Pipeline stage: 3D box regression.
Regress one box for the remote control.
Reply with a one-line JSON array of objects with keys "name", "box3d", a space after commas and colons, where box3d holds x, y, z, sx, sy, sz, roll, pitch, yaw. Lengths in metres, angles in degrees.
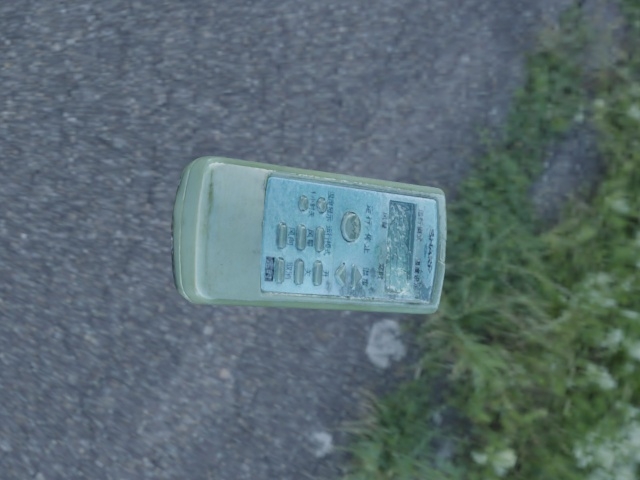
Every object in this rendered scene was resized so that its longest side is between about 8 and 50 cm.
[{"name": "remote control", "box3d": [0.000, 0.000, 0.871, 0.233, 0.038, 0.098, 6, 88, -42]}]
